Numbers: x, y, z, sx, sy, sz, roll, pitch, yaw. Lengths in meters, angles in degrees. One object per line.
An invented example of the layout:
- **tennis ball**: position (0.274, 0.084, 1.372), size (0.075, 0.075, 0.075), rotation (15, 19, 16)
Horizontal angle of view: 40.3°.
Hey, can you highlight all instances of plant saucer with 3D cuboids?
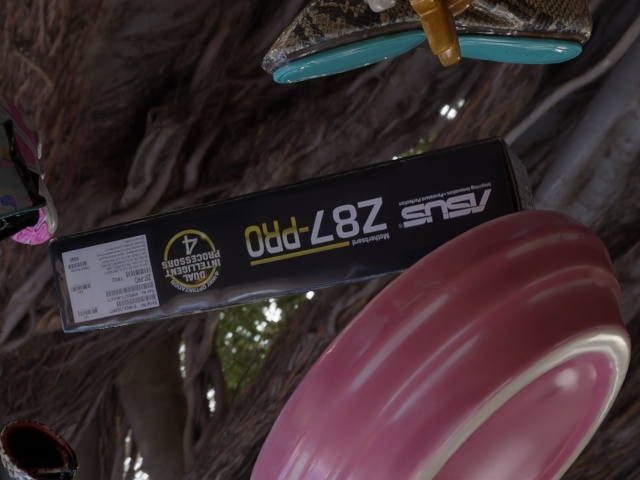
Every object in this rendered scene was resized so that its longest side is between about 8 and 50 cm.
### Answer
- **plant saucer**: position (0.103, 0.136, 0.617), size (0.332, 0.332, 0.084), rotation (-11, -138, -39)

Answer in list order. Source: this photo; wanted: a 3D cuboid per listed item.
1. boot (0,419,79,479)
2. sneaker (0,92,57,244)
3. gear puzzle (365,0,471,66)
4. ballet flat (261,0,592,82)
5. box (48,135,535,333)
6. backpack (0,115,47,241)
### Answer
- **boot**: position (-0.328, 0.335, 1.104), size (0.236, 0.179, 0.085), rotation (40, -130, 3)
- **sneaker**: position (-0.432, -0.116, 1.229), size (0.252, 0.103, 0.111), rotation (64, -154, -1)
- **gear puzzle**: position (0.002, -0.168, 0.251), size (0.339, 0.044, 0.176), rotation (53, -156, -53)
- **ballet flat**: position (0.142, -0.320, 1.181), size (0.482, 0.164, 0.182), rotation (-8, -92, -17)
- **box**: position (0.000, 0.000, 0.830), size (0.318, 0.394, 0.097), rotation (-6, -96, -75)
- **backpack**: position (-0.317, -0.029, 0.616), size (0.188, 0.165, 0.144), rotation (-45, -64, -55)
